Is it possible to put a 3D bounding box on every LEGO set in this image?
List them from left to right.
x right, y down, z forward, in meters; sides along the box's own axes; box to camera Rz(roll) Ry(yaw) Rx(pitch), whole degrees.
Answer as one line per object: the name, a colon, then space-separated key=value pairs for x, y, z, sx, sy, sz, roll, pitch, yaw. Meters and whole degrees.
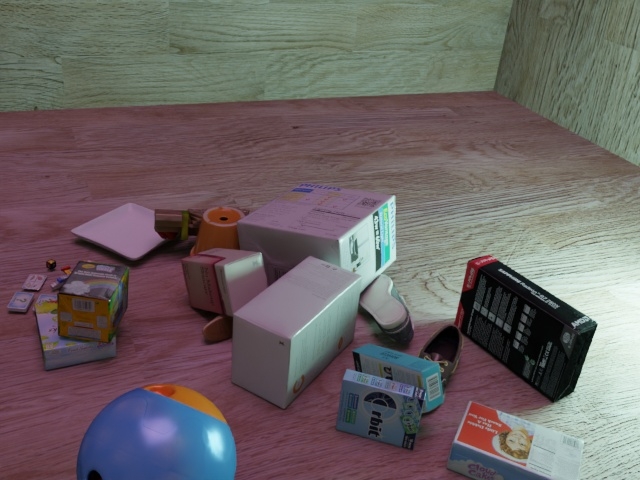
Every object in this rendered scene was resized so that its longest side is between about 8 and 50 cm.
LEGO set: x=-0.759 y=0.121 z=1.918 sx=0.182 sy=0.060 sz=0.244 roll=7 pitch=29 yaw=-6

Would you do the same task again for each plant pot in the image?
plant pot: x=-0.300 y=0.006 z=2.068 sx=0.205 sy=0.188 sz=0.205 roll=4 pitch=29 yaw=-2

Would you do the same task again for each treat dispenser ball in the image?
treat dispenser ball: x=-0.301 y=0.413 z=1.248 sx=0.288 sy=0.288 sz=0.288 roll=5 pitch=29 yaw=-3

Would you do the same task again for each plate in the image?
plate: x=-0.618 y=-0.024 z=2.208 sx=0.277 sy=0.045 sz=0.278 roll=19 pitch=32 yaw=23

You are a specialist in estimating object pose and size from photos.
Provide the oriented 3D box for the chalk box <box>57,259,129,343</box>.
chalk box: x=-0.566 y=0.140 z=1.706 sx=0.132 sy=0.132 sz=0.213 roll=9 pitch=26 yaw=-2

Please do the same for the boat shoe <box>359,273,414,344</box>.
boat shoe: x=0.191 y=0.198 z=1.942 sx=0.116 sy=0.099 sz=0.319 roll=-34 pitch=21 yaw=2

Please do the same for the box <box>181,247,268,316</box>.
box: x=-0.264 y=0.112 z=1.853 sx=0.126 sy=0.149 sz=0.232 roll=-19 pitch=14 yaw=-38

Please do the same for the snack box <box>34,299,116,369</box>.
snack box: x=-0.633 y=0.229 z=1.732 sx=0.174 sy=0.070 sz=0.207 roll=-8 pitch=34 yaw=-26

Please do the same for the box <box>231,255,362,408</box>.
box: x=-0.056 y=0.221 z=1.708 sx=0.168 sy=0.215 sz=0.345 roll=20 pitch=32 yaw=24

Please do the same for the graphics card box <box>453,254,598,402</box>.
graphics card box: x=0.532 y=0.225 z=1.792 sx=0.094 sy=0.233 sz=0.371 roll=-14 pitch=34 yaw=-32

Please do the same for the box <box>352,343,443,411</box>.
box: x=0.180 y=0.322 z=1.602 sx=0.060 sy=0.101 sz=0.244 roll=-17 pitch=14 yaw=-34

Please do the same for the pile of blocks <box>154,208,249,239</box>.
pile of blocks: x=-0.377 y=-0.039 z=2.182 sx=0.362 sy=0.113 sz=0.149 roll=-4 pitch=13 yaw=-38

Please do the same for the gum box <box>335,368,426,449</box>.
gum box: x=0.134 y=0.382 z=1.516 sx=0.184 sy=0.157 sz=0.041 roll=12 pitch=31 yaw=10

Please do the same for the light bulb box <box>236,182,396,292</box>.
light bulb box: x=0.000 y=0.000 z=2.046 sx=0.357 sy=0.225 sz=0.361 roll=11 pitch=28 yaw=30

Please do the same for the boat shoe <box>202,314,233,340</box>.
boat shoe: x=-0.255 y=0.225 z=1.832 sx=0.170 sy=0.063 sz=0.059 roll=-20 pitch=15 yaw=-37

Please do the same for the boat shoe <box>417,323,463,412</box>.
boat shoe: x=0.290 y=0.321 z=1.718 sx=0.109 sy=0.091 sz=0.305 roll=18 pitch=32 yaw=21

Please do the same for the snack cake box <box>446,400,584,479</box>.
snack cake box: x=0.429 y=0.473 z=1.480 sx=0.264 sy=0.089 sz=0.152 roll=17 pitch=33 yaw=19
